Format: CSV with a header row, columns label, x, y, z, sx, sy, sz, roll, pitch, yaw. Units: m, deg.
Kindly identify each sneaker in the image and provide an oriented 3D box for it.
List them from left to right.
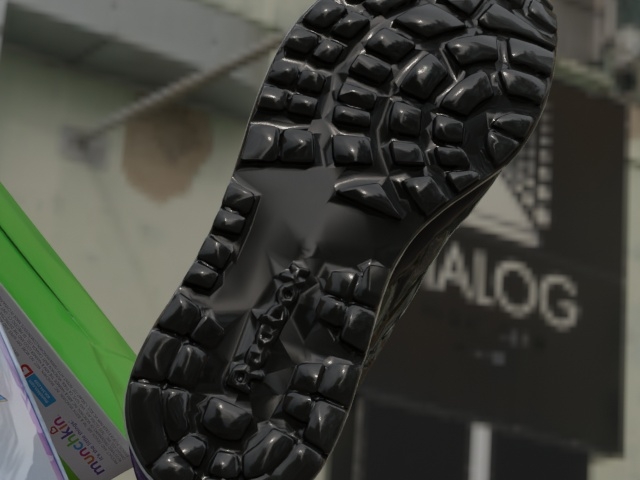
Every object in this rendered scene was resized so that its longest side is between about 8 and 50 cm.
label,x,y,z,sx,sy,sz,roll,pitch,yaw
sneaker,0.000,0.000,0.828,0.107,0.283,0.124,31,-22,5

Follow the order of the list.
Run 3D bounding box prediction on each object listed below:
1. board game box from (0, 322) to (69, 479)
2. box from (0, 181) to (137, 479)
label,x,y,z,sx,sy,sz,roll,pitch,yaw
board game box,-0.246,0.122,0.713,0.318,0.318,0.066,-10,-28,-34
box,-0.271,0.071,1.179,0.231,0.127,0.262,-32,-68,11
